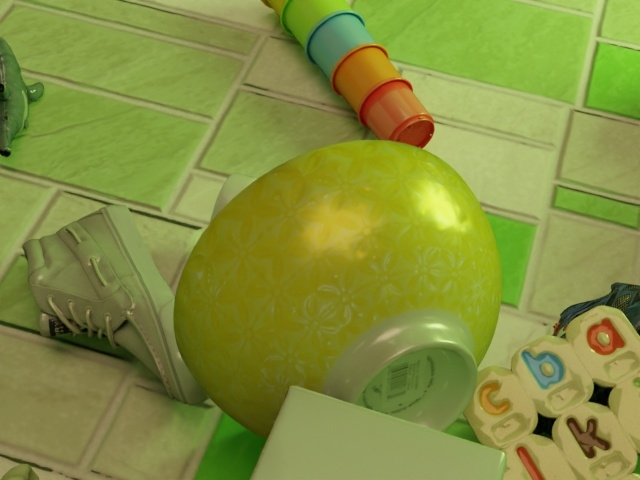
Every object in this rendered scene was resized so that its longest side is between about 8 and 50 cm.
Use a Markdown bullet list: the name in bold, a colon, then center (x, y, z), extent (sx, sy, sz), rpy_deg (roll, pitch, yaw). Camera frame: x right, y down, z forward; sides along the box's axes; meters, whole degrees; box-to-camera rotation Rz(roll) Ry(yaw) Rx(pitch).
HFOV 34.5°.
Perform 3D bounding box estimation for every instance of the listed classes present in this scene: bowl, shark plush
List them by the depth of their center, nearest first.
- **bowl**: center (0.041, 0.078, 0.838), extent (0.289, 0.289, 0.156), rpy_deg (-17, 40, -17)
- **shark plush**: center (-0.366, -0.156, 1.169), extent (0.073, 0.067, 0.161), rpy_deg (3, 49, -2)

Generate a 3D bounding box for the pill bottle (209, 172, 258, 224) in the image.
- **pill bottle**: center (0.000, 0.000, 1.031), extent (0.208, 0.118, 0.118), rpy_deg (17, 51, 9)

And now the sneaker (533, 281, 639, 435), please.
- **sneaker**: center (0.249, 0.111, 0.991), extent (0.221, 0.083, 0.087), rpy_deg (-26, 32, -19)

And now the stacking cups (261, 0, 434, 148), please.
- **stacking cups**: center (0.037, -0.227, 1.253), extent (0.096, 0.096, 0.316), rpy_deg (-22, 59, -21)

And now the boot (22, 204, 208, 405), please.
- **boot**: center (-0.203, 0.075, 0.982), extent (0.123, 0.095, 0.258), rpy_deg (-23, 46, -14)

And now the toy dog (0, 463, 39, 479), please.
- **toy dog**: center (-0.410, 0.301, 0.682), extent (0.407, 0.284, 0.396), rpy_deg (-2, 76, -6)

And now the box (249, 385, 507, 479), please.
- **box**: center (-0.006, 0.313, 0.699), extent (0.168, 0.215, 0.345), rpy_deg (17, 50, 10)

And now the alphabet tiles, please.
- **alphabet tiles**: center (0.250, 0.205, 0.871), extent (0.284, 0.021, 0.278), rpy_deg (-28, 67, -3)
